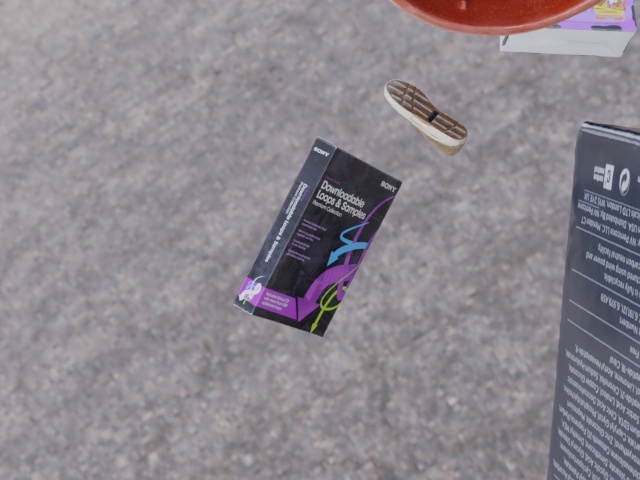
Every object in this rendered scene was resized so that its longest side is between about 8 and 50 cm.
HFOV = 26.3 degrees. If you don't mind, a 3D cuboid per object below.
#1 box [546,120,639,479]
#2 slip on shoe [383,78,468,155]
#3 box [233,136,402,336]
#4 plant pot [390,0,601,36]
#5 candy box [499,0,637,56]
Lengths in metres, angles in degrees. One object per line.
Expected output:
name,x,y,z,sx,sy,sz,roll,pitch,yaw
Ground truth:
box,0.335,0.126,0.961,0.294,0.395,0.212,3,8,-9
slip on shoe,0.139,-0.166,1.863,0.135,0.041,0.051,35,53,11
box,0.000,0.000,1.205,0.029,0.116,0.162,28,93,36
plant pot,0.153,-0.376,1.254,0.272,0.272,0.265,-22,48,17
candy box,0.317,-0.344,1.799,0.165,0.070,0.196,2,67,-6
